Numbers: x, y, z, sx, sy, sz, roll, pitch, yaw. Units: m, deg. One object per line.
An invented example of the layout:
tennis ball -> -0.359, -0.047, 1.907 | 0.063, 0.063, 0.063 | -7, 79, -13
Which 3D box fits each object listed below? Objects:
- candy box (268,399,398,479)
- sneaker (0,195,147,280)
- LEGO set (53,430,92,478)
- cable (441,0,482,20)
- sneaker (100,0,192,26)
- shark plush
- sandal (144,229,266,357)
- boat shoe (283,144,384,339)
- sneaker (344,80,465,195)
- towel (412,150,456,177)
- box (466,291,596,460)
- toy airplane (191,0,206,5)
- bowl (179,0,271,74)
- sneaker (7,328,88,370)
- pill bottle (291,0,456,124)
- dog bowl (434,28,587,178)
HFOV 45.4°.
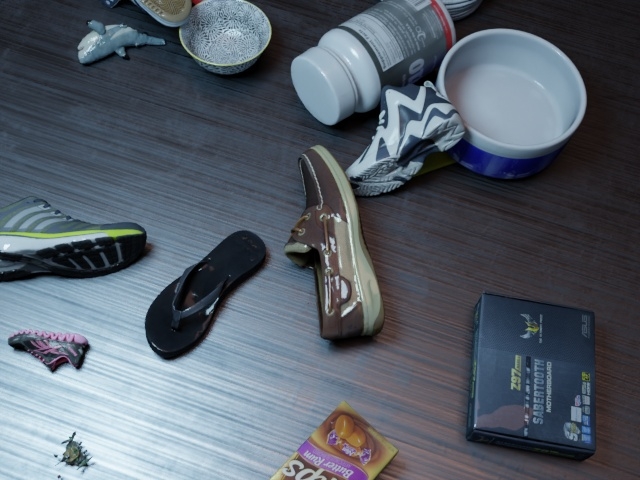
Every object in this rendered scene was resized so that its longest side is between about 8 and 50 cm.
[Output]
candy box -> 0.010, 0.335, 1.091 | 0.109, 0.053, 0.186 | 40, 67, 16
sneaker -> -0.429, -0.015, 1.220 | 0.299, 0.111, 0.121 | -1, 57, -8
LEGO set -> -0.354, 0.316, 1.092 | 0.054, 0.023, 0.083 | 19, 75, 8
cable -> 0.229, -0.566, 1.585 | 0.257, 0.089, 0.257 | -16, 63, -12
sneaker -> -0.346, -0.479, 1.462 | 0.099, 0.153, 0.282 | -37, 77, -24
shark plush -> -0.383, -0.373, 1.467 | 0.161, 0.073, 0.067 | -6, 80, -31
sandal -> -0.188, 0.072, 1.217 | 0.097, 0.054, 0.254 | 33, 64, 13
boat shoe -> 0.000, 0.000, 1.239 | 0.123, 0.123, 0.342 | -11, 69, -12
sneaker -> 0.123, -0.189, 1.332 | 0.235, 0.094, 0.153 | -37, 49, 25
towel -> 0.251, -0.193, 1.419 | 0.237, 0.021, 0.102 | -20, 64, -14
box -> 0.326, 0.206, 1.182 | 0.183, 0.059, 0.233 | 10, 60, 2
toy airplane -> -0.262, -0.479, 1.530 | 0.151, 0.028, 0.151 | 1, 60, -3
bowl -> -0.178, -0.370, 1.447 | 0.170, 0.080, 0.170 | 2, 62, -3
sneaker -> -0.415, 0.167, 1.157 | 0.119, 0.047, 0.057 | 5, 72, -1
pill bottle -> 0.097, -0.336, 1.405 | 0.283, 0.161, 0.161 | -35, 69, -20
dog bowl -> 0.334, -0.247, 1.384 | 0.264, 0.104, 0.265 | 2, 63, -4
